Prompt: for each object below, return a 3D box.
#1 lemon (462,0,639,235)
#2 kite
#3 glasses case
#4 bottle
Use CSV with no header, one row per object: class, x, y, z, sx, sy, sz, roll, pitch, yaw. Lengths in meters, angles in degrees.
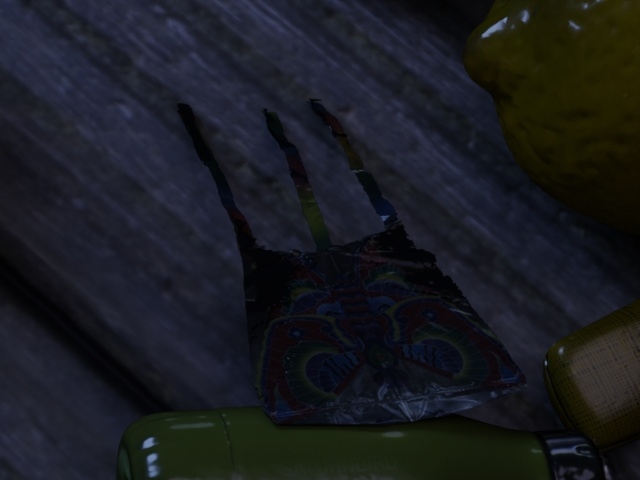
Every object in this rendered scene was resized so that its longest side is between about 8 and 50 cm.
lemon,0.214,-0.111,1.114,0.253,0.228,0.228,-5,63,-33
kite,0.000,0.000,1.073,0.152,0.015,0.285,-6,42,-21
glasses case,0.240,0.059,1.128,0.234,0.064,0.079,-19,72,-21
bottle,0.024,0.143,1.007,0.260,0.112,0.112,-1,64,-13
